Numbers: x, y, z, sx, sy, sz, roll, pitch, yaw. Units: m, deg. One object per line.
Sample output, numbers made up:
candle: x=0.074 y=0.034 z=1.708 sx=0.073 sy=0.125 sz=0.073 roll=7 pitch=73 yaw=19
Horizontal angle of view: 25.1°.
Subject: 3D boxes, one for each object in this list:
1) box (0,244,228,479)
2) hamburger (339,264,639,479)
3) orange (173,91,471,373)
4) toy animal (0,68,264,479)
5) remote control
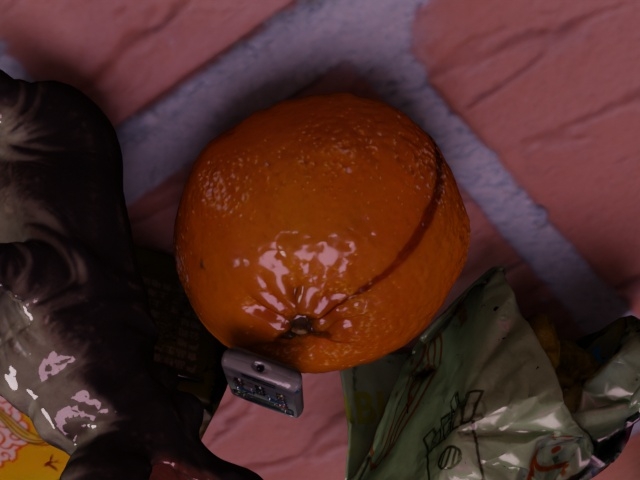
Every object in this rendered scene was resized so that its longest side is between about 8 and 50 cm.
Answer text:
box: x=-0.317 y=0.137 z=1.047 sx=0.420 sy=0.138 sz=0.373 roll=19 pitch=126 yaw=-13
hamburger: x=0.108 y=0.115 z=0.999 sx=0.276 sy=0.260 sz=0.150 roll=-42 pitch=95 yaw=-9
orange: x=0.000 y=0.000 z=0.924 sx=0.193 sy=0.161 sz=0.193 roll=-5 pitch=136 yaw=-5
toy animal: x=-0.153 y=0.053 z=0.861 sx=0.106 sy=0.343 sz=0.168 roll=-37 pitch=159 yaw=35
remote control: x=-0.035 y=0.091 z=0.913 sx=0.053 sy=0.018 sz=0.124 roll=19 pitch=166 yaw=4
